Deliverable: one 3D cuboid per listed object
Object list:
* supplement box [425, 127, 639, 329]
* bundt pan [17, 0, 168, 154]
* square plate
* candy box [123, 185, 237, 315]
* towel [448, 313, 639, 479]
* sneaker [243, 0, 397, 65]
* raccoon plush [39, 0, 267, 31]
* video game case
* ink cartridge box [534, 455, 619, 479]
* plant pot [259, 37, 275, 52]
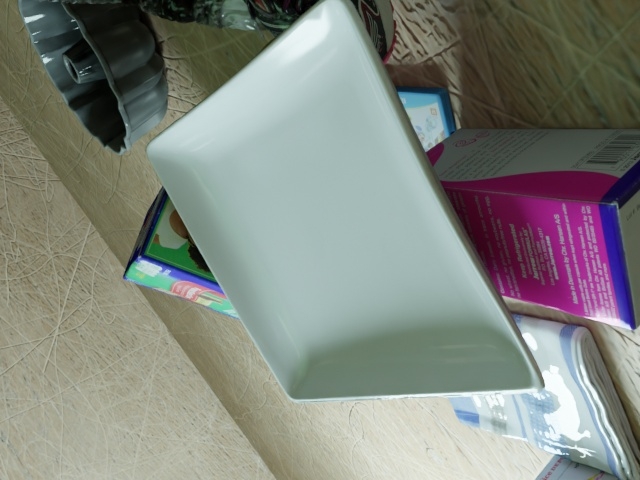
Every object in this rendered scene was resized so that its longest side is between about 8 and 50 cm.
[{"bbox_3d":[0.180,-0.024,0.523,0.220,0.111,0.114,16,135,52],"label":"supplement box"},{"bbox_3d":[-0.381,-0.323,1.072,0.330,0.124,0.331,38,150,27],"label":"bundt pan"},{"bbox_3d":[0.000,0.000,0.597,0.344,0.049,0.347,-19,102,49],"label":"square plate"},{"bbox_3d":[-0.099,0.046,0.870,0.317,0.122,0.268,21,165,-17],"label":"candy box"},{"bbox_3d":[0.236,0.176,0.761,0.285,0.034,0.209,2,123,58],"label":"towel"},{"bbox_3d":[-0.054,-0.258,0.571,0.299,0.112,0.121,47,123,-1],"label":"sneaker"},{"bbox_3d":[-0.226,-0.441,0.706,0.445,0.216,0.299,13,125,11],"label":"raccoon plush"},{"bbox_3d":[0.106,-0.088,0.676,0.119,0.015,0.166,20,138,49],"label":"video game case"},{"bbox_3d":[0.315,0.304,0.718,0.122,0.088,0.052,1,123,58],"label":"ink cartridge box"},{"bbox_3d":[-0.026,-0.190,0.693,0.081,0.083,0.081,19,138,50],"label":"plant pot"}]
